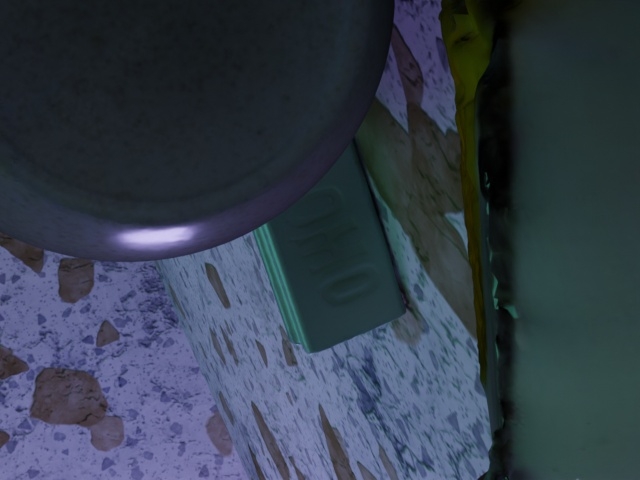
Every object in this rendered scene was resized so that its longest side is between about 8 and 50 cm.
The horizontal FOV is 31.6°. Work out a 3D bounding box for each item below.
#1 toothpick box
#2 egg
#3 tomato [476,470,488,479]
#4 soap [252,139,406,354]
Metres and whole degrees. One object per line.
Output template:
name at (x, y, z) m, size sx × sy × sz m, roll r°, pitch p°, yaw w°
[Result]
toothpick box at (-0.168, -0.192, 0.895) m, size 0.425 × 0.409 × 0.408 m, roll -140°, pitch 31°, yaw -68°
egg at (0.150, -0.011, 0.540) m, size 0.264 × 0.174 × 0.286 m, roll 80°, pitch -173°, yaw -48°
tomato at (0.179, 0.319, 1.016) m, size 0.228 × 0.101 × 0.227 m, roll 159°, pitch 90°, yaw -78°
soap at (0.000, 0.000, 1.139) m, size 0.066 × 0.119 × 0.198 m, roll 18°, pitch 129°, yaw 68°
